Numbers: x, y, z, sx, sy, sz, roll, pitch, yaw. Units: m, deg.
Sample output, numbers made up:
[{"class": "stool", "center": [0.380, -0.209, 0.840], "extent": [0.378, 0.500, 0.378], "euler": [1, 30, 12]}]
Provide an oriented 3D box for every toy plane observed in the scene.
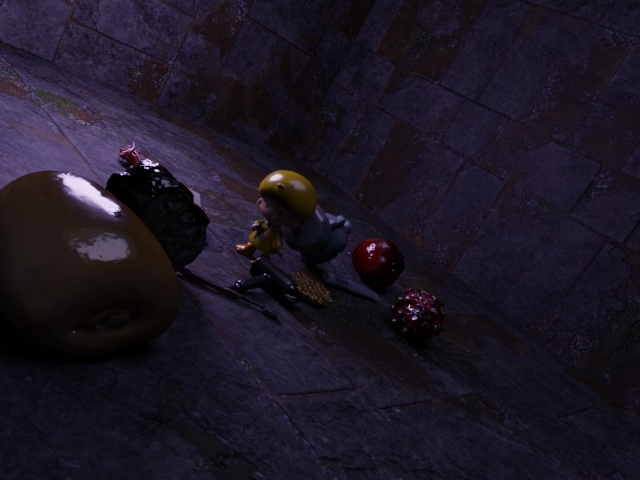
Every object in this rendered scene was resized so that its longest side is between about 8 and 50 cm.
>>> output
[{"class": "toy plane", "center": [-0.708, -0.301, 2.142], "extent": [0.194, 0.077, 0.126], "euler": [38, 18, 1]}]

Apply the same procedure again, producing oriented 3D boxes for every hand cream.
[{"class": "hand cream", "center": [0.122, 0.180, 2.169], "extent": [0.255, 0.048, 0.079], "euler": [23, 20, -31]}]

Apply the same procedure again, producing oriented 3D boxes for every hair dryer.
[{"class": "hair dryer", "center": [-0.180, 0.145, 1.690], "extent": [0.196, 0.078, 0.248], "euler": [37, 26, 25]}]

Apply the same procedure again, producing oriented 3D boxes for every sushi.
[{"class": "sushi", "center": [-0.417, -0.060, 1.419], "extent": [0.171, 0.211, 0.350], "euler": [43, -18, 25]}]

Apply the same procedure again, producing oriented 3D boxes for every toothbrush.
[{"class": "toothbrush", "center": [-0.261, 0.148, 1.578], "extent": [0.321, 0.023, 0.031], "euler": [27, 12, -10]}]

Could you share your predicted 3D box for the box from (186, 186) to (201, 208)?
[{"class": "box", "center": [-0.495, -0.130, 1.920], "extent": [0.133, 0.099, 0.182], "euler": [27, 13, -22]}]

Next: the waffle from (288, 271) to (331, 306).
[{"class": "waffle", "center": [-0.043, 0.166, 1.906], "extent": [0.191, 0.038, 0.191], "euler": [28, 14, -8]}]

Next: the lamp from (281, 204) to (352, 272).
[{"class": "lamp", "center": [0.000, 0.000, 2.098], "extent": [0.247, 0.247, 0.301], "euler": [56, 9, 18]}]

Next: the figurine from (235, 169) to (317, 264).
[{"class": "figurine", "center": [-0.157, -0.079, 1.912], "extent": [0.215, 0.343, 0.187], "euler": [35, 10, 12]}]

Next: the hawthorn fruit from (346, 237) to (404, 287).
[{"class": "hawthorn fruit", "center": [0.231, 0.081, 2.418], "extent": [0.266, 0.210, 0.230], "euler": [23, 13, 38]}]

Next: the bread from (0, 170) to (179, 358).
[{"class": "bread", "center": [-0.484, 0.028, 1.102], "extent": [0.348, 0.253, 0.376], "euler": [7, 25, -49]}]

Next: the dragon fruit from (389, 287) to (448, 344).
[{"class": "dragon fruit", "center": [0.354, 0.265, 2.064], "extent": [0.273, 0.218, 0.198], "euler": [42, -19, 54]}]
